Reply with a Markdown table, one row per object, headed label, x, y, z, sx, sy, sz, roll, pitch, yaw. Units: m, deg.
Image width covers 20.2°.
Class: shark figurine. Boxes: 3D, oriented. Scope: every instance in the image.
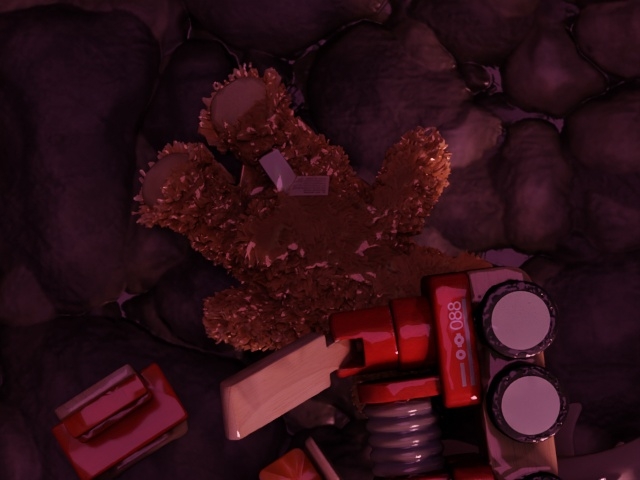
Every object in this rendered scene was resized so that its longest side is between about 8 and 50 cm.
| label | x | y | z | sx | sy | sz | roll | pitch | yaw |
| --- | --- | --- | --- | --- | --- | --- | --- | --- | --- |
| shark figurine | 0.233 | 0.170 | 1.434 | 0.278 | 0.116 | 0.166 | -29 | 80 | -2 |

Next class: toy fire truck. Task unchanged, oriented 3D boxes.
| label | x | y | z | sx | sy | sz | roll | pitch | yaw |
| --- | --- | --- | --- | --- | --- | --- | --- | --- | --- |
| toy fire truck | 0.055 | 0.138 | 1.309 | 0.246 | 0.158 | 0.217 | -7 | 90 | -2 |

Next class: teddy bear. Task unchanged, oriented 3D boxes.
| label | x | y | z | sx | sy | sz | roll | pitch | yaw |
| --- | --- | --- | --- | --- | --- | --- | --- | --- | --- |
| teddy bear | 0.000 | 0.000 | 1.494 | 0.338 | 0.113 | 0.245 | 22 | 73 | 15 |

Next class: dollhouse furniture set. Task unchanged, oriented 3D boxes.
| label | x | y | z | sx | sy | sz | roll | pitch | yaw |
| --- | --- | --- | --- | --- | --- | --- | --- | --- | --- |
| dollhouse furniture set | -0.108 | 0.233 | 1.421 | 0.262 | 0.135 | 0.259 | -33 | 79 | -4 |
